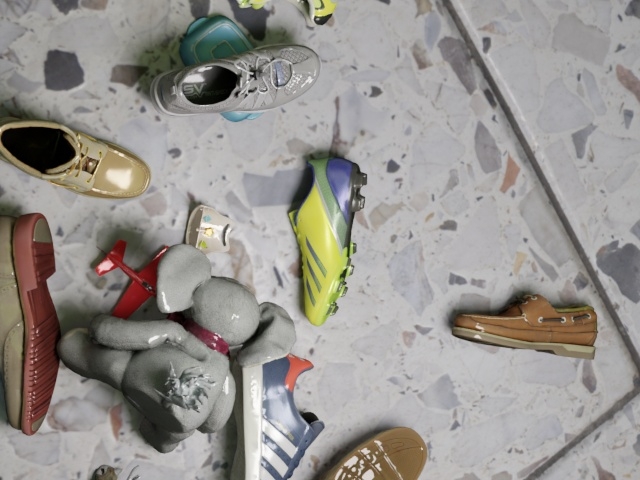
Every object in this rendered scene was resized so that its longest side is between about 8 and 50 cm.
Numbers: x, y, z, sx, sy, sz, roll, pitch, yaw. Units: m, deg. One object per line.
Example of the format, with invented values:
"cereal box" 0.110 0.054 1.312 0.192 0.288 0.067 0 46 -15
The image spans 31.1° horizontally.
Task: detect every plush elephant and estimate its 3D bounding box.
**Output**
"plush elephant" -0.201 0.155 1.783 0.272 0.330 0.255 46 61 -18

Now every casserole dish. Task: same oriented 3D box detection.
"casserole dish" -0.148 -0.282 1.887 0.114 0.037 0.188 -40 107 -13

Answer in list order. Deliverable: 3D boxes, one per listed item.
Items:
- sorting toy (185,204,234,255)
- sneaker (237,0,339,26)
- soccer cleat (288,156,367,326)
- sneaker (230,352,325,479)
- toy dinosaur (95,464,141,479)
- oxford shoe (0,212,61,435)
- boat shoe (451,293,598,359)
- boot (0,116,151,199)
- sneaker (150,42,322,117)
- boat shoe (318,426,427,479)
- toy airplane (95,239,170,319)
"sorting toy" -0.179 -0.013 1.897 0.075 0.045 0.083 11 90 -28
"sneaker" -0.124 -0.454 1.825 0.385 0.145 0.147 14 89 -19
"soccer cleat" 0.000 -0.001 1.953 0.121 0.093 0.289 11 96 9
"sneaker" -0.067 0.357 1.918 0.148 0.131 0.350 1 94 -16
"toy dinosaur" -0.368 0.521 1.829 0.160 0.121 0.313 1 90 -9
"oxford shoe" -0.480 0.129 1.776 0.130 0.123 0.348 1 96 6
"boat shoe" 0.370 0.147 2.085 0.307 0.111 0.104 10 87 -31
"boot" -0.367 -0.121 1.728 0.262 0.203 0.095 21 88 -19
"sneaker" -0.121 -0.245 1.818 0.281 0.115 0.105 -18 101 -18
"boat shoe" 0.036 0.443 1.978 0.341 0.110 0.121 -39 96 -13
"toy airplane" -0.300 0.056 1.862 0.151 0.028 0.151 -2 96 -19
